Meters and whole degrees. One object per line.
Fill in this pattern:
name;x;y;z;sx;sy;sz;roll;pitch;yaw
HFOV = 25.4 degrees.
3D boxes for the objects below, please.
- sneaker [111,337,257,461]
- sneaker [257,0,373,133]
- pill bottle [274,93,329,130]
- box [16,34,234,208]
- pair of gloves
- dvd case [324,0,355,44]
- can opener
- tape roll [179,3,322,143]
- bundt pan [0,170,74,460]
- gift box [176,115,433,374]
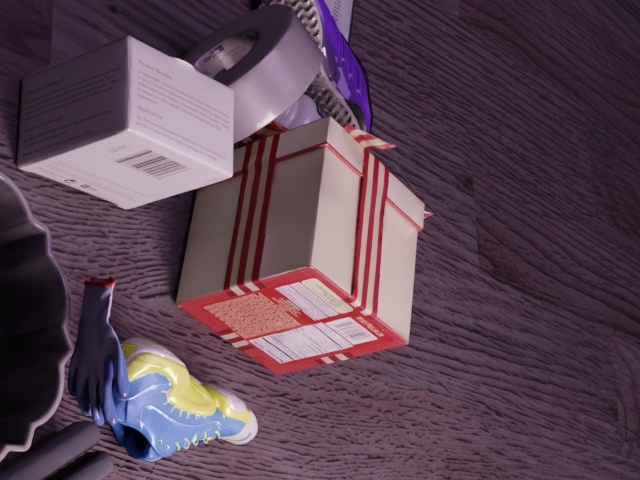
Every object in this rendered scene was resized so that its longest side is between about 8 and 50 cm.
sneaker;-0.175;0.215;1.677;0.240;0.091;0.126;41;64;-40
sneaker;0.003;-0.269;2.122;0.146;0.102;0.293;-40;114;-59
pill bottle;-0.033;-0.144;1.997;0.180;0.108;0.108;44;44;-36
box;-0.224;-0.132;1.648;0.181;0.182;0.119;23;60;-49
pair of gloves;-0.265;0.109;1.490;0.023;0.198;0.159;-3;96;-45
dvd case;-0.027;-0.430;2.205;0.253;0.022;0.180;38;47;-42
can opener;-0.305;0.268;1.434;0.283;0.095;0.076;-32;104;-49
tape roll;-0.107;-0.208;1.815;0.072;0.219;0.219;53;38;-25
bundt pan;-0.398;0.071;1.360;0.331;0.124;0.330;29;53;-47
gift box;0.000;0.000;1.843;0.255;0.276;0.258;44;42;-44
